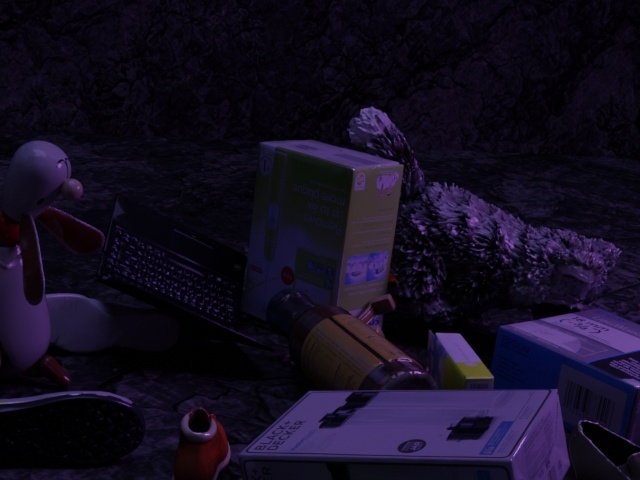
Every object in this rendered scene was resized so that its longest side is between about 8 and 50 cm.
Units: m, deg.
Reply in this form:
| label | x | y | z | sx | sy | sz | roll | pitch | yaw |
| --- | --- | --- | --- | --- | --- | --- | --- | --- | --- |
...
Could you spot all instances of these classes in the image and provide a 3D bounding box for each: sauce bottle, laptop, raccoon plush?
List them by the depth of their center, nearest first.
| label | x | y | z | sx | sy | sz | roll | pitch | yaw |
| --- | --- | --- | --- | --- | --- | --- | --- | --- | --- |
| sauce bottle | 0.029 | 0.152 | 1.476 | 0.111 | 0.111 | 0.344 | -1 | 19 | -26 |
| laptop | -0.186 | 0.042 | 1.597 | 0.234 | 0.136 | 0.264 | 27 | 43 | -23 |
| raccoon plush | 0.250 | -0.039 | 1.701 | 0.299 | 0.446 | 0.216 | -24 | 16 | 32 |

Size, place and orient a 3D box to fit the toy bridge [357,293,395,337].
| label | x | y | z | sx | sy | sz | roll | pitch | yaw |
| --- | --- | --- | --- | --- | --- | --- | --- | --- | --- |
| toy bridge | 0.061 | 0.145 | 1.613 | 0.063 | 0.026 | 0.188 | -17 | 25 | 24 |

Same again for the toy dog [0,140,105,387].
| label | x | y | z | sx | sy | sz | roll | pitch | yaw |
| --- | --- | --- | --- | --- | --- | --- | --- | --- | --- |
| toy dog | -0.355 | 0.060 | 1.380 | 0.161 | 0.333 | 0.220 | 25 | 42 | 6 |

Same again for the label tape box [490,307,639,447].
| label | x | y | z | sx | sy | sz | roll | pitch | yaw |
| --- | --- | --- | --- | --- | --- | --- | --- | --- | --- |
| label tape box | 0.441 | 0.184 | 1.568 | 0.334 | 0.105 | 0.241 | -5 | 19 | -38 |

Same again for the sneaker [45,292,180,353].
| label | x | y | z | sx | sy | sz | roll | pitch | yaw |
| --- | --- | --- | --- | --- | --- | --- | --- | --- | --- |
| sneaker | -0.312 | 0.117 | 1.577 | 0.212 | 0.080 | 0.094 | 12 | 4 | -23 |

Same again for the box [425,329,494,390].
| label | x | y | z | sx | sy | sz | roll | pitch | yaw |
| --- | --- | --- | --- | --- | --- | --- | --- | --- | --- |
| box | 0.173 | 0.191 | 1.410 | 0.042 | 0.109 | 0.178 | 0 | 15 | -8 |

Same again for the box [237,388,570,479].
| label | x | y | z | sx | sy | sz | roll | pitch | yaw |
| --- | --- | --- | --- | --- | --- | --- | --- | --- | --- |
| box | 0.084 | 0.220 | 1.111 | 0.290 | 0.087 | 0.169 | -5 | 15 | 30 |

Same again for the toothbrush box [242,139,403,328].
| label | x | y | z | sx | sy | sz | roll | pitch | yaw |
| --- | --- | --- | --- | --- | --- | --- | --- | --- | --- |
| toothbrush box | 0.000 | 0.000 | 1.728 | 0.206 | 0.283 | 0.122 | 20 | 21 | 41 |

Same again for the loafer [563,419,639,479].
| label | x | y | z | sx | sy | sz | roll | pitch | yaw |
| --- | --- | --- | --- | --- | --- | --- | --- | --- | --- |
| loafer | 0.369 | 0.270 | 1.228 | 0.251 | 0.087 | 0.094 | 18 | 18 | 39 |

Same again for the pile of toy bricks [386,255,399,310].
| label | x | y | z | sx | sy | sz | roll | pitch | yaw |
| --- | --- | --- | --- | --- | --- | --- | --- | --- | --- |
| pile of toy bricks | 0.150 | 0.065 | 1.950 | 0.105 | 0.118 | 0.212 | 43 | 12 | 9 |

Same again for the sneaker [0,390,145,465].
| label | x | y | z | sx | sy | sz | roll | pitch | yaw |
| --- | --- | --- | --- | --- | --- | --- | --- | --- | --- |
| sneaker | -0.314 | 0.194 | 1.231 | 0.235 | 0.084 | 0.097 | 2 | 14 | -16 |

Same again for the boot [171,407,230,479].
| label | x | y | z | sx | sy | sz | roll | pitch | yaw |
| --- | --- | --- | --- | --- | --- | --- | --- | --- | --- |
| boot | -0.129 | 0.217 | 1.227 | 0.059 | 0.084 | 0.158 | 4 | 13 | -1 |
